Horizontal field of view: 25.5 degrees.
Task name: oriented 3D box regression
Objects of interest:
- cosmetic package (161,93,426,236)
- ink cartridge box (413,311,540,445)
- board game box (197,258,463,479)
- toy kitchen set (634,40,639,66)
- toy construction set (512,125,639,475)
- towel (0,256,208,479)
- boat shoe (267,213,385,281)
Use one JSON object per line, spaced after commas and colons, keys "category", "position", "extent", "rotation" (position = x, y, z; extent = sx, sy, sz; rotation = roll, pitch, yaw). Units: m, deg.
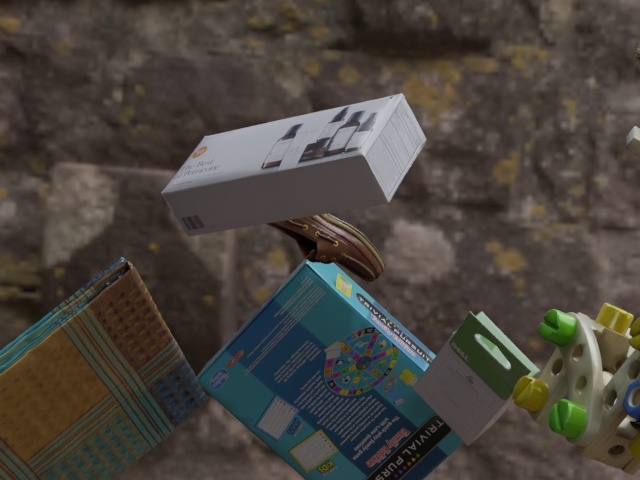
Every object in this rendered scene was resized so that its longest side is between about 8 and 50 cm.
{"category": "cosmetic package", "position": [-0.028, -0.070, 1.323], "extent": [0.239, 0.060, 0.099], "rotation": [-9, 32, 36]}
{"category": "ink cartridge box", "position": [0.208, 0.166, 1.817], "extent": [0.062, 0.109, 0.209], "rotation": [-34, -17, -34]}
{"category": "board game box", "position": [0.030, 0.217, 2.020], "extent": [0.336, 0.254, 0.079], "rotation": [42, 21, -3]}
{"category": "toy kitchen set", "position": [0.409, -0.197, 1.672], "extent": [0.083, 0.068, 0.075], "rotation": [26, 0, 15]}
{"category": "toy construction set", "position": [0.286, 0.060, 1.176], "extent": [0.151, 0.327, 0.215], "rotation": [10, 30, -14]}
{"category": "towel", "position": [-0.302, 0.208, 1.474], "extent": [0.040, 0.370, 0.271], "rotation": [39, -19, 36]}
{"category": "boat shoe", "position": [0.000, 0.000, 1.654], "extent": [0.178, 0.060, 0.064], "rotation": [38, -21, -26]}
